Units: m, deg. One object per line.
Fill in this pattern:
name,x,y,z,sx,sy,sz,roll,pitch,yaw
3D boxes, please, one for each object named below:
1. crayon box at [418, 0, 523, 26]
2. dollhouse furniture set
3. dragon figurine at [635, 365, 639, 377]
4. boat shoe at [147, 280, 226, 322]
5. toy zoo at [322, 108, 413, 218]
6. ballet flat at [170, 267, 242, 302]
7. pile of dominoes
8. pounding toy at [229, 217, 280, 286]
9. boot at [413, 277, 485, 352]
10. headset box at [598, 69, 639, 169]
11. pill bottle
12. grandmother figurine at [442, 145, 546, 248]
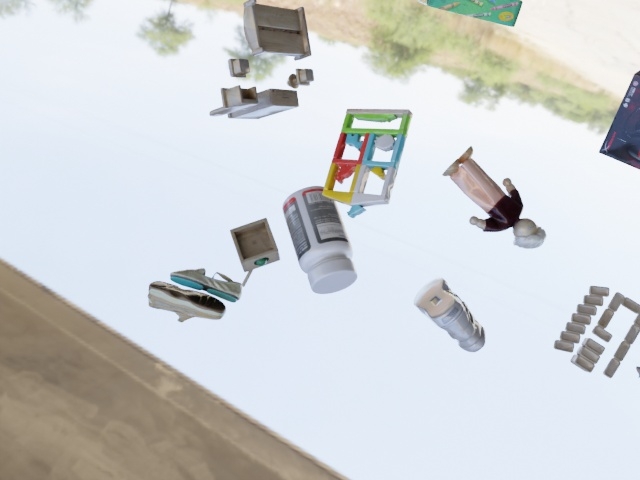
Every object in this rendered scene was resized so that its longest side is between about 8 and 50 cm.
crayon box,0.448,-0.726,1.985,0.278,0.081,0.165,12,-157,-7
dollhouse furniture set,-0.190,-0.517,1.754,0.173,0.356,0.303,-7,-177,41
dragon figurine,0.982,0.463,1.824,0.144,0.085,0.289,14,-139,-48
boat shoe,-0.301,0.150,1.469,0.190,0.072,0.068,17,-165,18
toy zoo,0.113,-0.199,1.676,0.192,0.293,0.030,9,168,36
ballet flat,-0.254,0.090,1.463,0.168,0.057,0.052,23,-117,-20
pile of dominoes,0.822,0.263,1.933,0.196,0.251,0.040,32,177,2
pounding toy,-0.187,0.035,1.850,0.130,0.100,0.141,-19,-111,-6
boot,0.289,0.171,1.462,0.123,0.095,0.258,48,-172,-9
headset box,0.863,-0.260,1.572,0.293,0.218,0.110,31,-141,25
pill bottle,0.000,0.000,1.872,0.161,0.161,0.283,5,-125,-37
grandmother figurine,0.504,-0.104,1.876,0.342,0.208,0.104,45,165,6
